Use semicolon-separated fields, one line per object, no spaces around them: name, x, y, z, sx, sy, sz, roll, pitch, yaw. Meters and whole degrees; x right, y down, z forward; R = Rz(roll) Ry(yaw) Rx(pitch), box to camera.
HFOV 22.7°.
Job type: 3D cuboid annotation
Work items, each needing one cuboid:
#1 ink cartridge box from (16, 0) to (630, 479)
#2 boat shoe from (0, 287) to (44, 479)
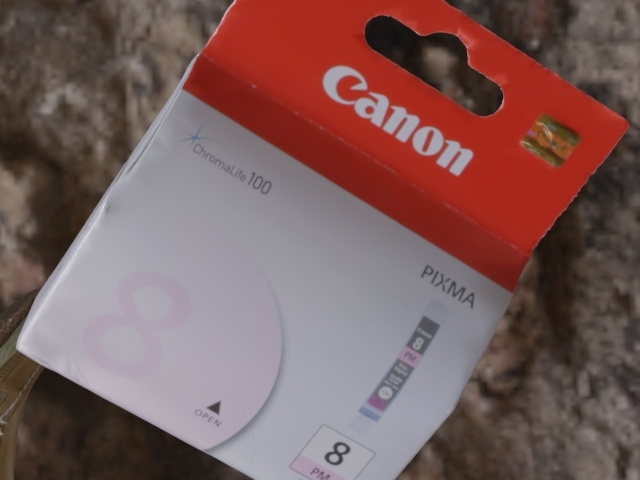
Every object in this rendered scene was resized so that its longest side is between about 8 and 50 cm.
ink cartridge box;0.000;0.000;0.723;0.232;0.189;0.066;-53;15;26
boat shoe;-0.186;0.113;0.835;0.190;0.072;0.068;-50;8;-8
